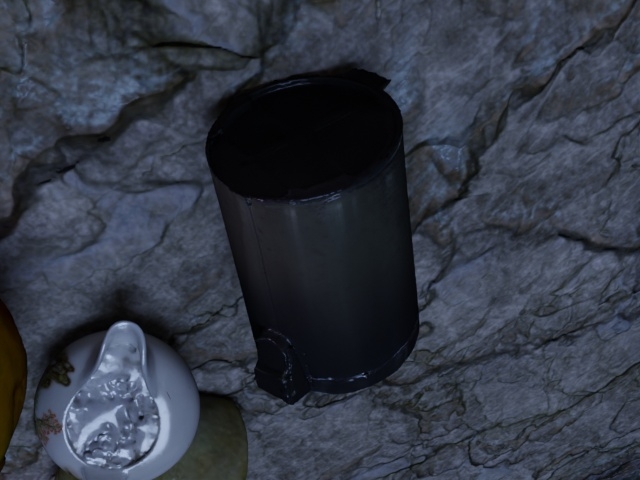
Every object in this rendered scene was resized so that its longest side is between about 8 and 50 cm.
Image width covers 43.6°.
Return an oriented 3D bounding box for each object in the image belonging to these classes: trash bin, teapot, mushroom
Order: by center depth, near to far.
[{"bbox_3d":[0.000,0.000,0.866,0.252,0.203,0.301,-46,144,-32],"label":"trash bin"},{"bbox_3d":[-0.255,0.226,1.002,0.205,0.139,0.297,4,102,-10],"label":"teapot"},{"bbox_3d":[-0.257,0.372,1.147,0.218,0.211,0.292,12,134,-37],"label":"mushroom"}]

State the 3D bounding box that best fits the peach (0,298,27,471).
[{"bbox_3d":[-0.474,0.158,0.789,0.373,0.290,0.372,-13,111,-39],"label":"peach"}]
